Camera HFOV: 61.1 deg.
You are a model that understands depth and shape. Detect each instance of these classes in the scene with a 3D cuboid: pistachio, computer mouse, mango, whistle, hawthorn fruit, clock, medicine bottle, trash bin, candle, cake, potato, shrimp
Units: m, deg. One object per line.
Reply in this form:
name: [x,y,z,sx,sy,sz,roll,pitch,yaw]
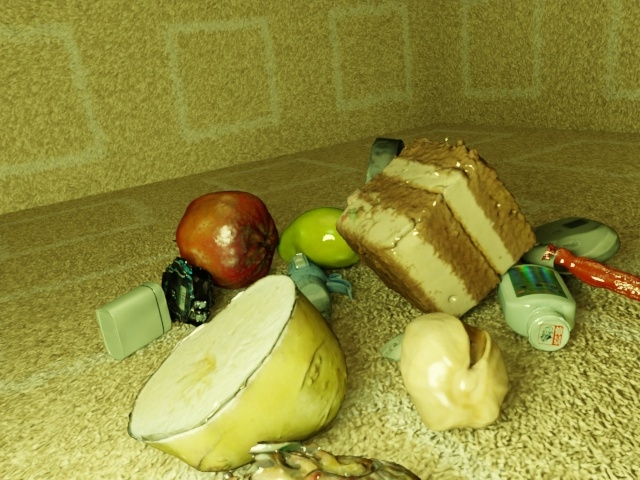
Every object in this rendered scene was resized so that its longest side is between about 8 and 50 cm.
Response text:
pistachio: [0.191,0.188,0.811,0.157,0.157,0.229,-6,13,2]
computer mouse: [0.153,0.186,0.980,0.110,0.032,0.056,-17,20,-27]
mango: [0.009,0.001,1.367,0.185,0.149,0.273,9,-14,-24]
whistle: [-0.025,0.109,1.203,0.180,0.093,0.269,-15,25,-4]
hawthorn fruit: [-0.260,0.001,1.353,0.300,0.254,0.254,-3,19,24]
clock: [0.168,-0.096,1.360,0.067,0.325,0.325,3,20,15]
computer mouse: [0.559,0.017,1.247,0.197,0.095,0.331,-16,5,15]
medicine bottle: [0.403,0.121,1.008,0.121,0.083,0.229,0,20,11]
computer mouse: [-0.286,0.113,1.208,0.078,0.146,0.242,0,14,-35]
trash bin: [-0.378,0.162,1.107,0.059,0.116,0.130,3,22,32]
candle: [0.576,0.085,1.011,0.329,0.051,0.048,25,9,34]
cake: [0.230,-0.022,1.113,0.290,0.282,0.256,-45,26,-4]
potato: [-0.096,0.218,0.768,0.300,0.196,0.246,-39,22,-6]
shrimp: [-0.052,0.297,0.597,0.343,0.116,0.145,-6,4,1]

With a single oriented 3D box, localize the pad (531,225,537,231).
pad: [0.452,-0.025,1.449,0.176,0.002,0.266,-17,10,3]
